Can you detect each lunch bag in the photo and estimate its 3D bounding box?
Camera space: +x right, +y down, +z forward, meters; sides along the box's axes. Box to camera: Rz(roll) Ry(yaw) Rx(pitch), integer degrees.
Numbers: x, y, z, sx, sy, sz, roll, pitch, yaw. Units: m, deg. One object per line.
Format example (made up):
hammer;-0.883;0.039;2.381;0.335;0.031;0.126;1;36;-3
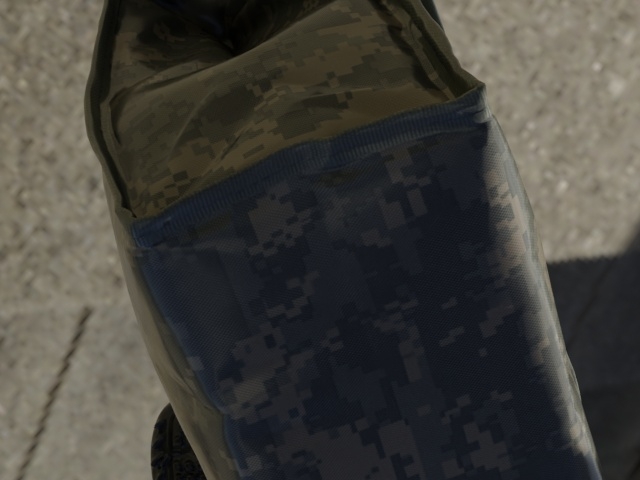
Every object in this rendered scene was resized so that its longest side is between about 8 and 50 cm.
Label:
lunch bag;0.000;0.000;0.838;0.169;0.287;0.235;-21;120;-4

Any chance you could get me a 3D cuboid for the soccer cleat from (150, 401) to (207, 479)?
soccer cleat;-0.068;0.275;1.852;0.116;0.108;0.318;-44;119;-49
